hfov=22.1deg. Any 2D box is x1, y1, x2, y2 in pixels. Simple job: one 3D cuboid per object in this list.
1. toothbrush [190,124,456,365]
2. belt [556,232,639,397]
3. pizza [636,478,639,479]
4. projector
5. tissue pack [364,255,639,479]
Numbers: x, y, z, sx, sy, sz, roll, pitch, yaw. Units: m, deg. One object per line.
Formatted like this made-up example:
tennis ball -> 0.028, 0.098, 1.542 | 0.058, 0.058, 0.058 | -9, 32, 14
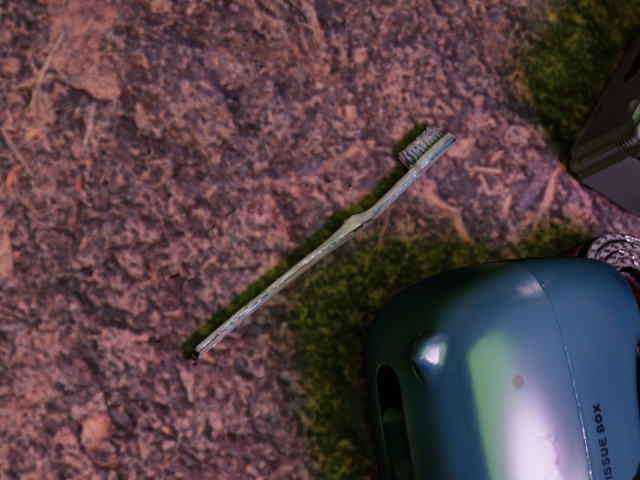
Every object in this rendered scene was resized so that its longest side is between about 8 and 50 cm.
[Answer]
toothbrush -> 0.004, 0.004, 1.360 | 0.028, 0.026, 0.294 | 43, 77, 13
belt -> 0.325, 0.141, 1.388 | 0.126, 0.094, 0.359 | -41, 96, -17
pizza -> 0.317, 0.163, 1.285 | 0.181, 0.034, 0.262 | 40, 58, -37
projector -> 0.319, -0.156, 1.360 | 0.099, 0.192, 0.256 | 31, 79, -4
tissue pack -> 0.143, 0.160, 1.281 | 0.206, 0.198, 0.287 | -8, 91, -31
